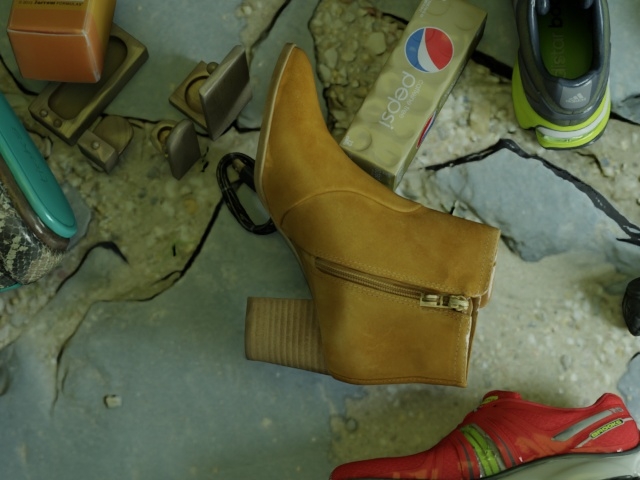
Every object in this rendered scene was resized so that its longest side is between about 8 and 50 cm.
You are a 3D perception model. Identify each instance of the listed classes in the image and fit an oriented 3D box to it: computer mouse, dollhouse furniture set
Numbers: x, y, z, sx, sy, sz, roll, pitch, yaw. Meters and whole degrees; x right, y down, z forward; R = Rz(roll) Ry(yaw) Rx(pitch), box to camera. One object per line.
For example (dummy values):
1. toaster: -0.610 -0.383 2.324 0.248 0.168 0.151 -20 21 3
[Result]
1. computer mouse: 0.000 0.000 1.568 0.242 0.041 0.071 37 79 10
2. dollhouse furniture set: -0.167 -0.140 1.563 0.151 0.123 0.144 37 78 10

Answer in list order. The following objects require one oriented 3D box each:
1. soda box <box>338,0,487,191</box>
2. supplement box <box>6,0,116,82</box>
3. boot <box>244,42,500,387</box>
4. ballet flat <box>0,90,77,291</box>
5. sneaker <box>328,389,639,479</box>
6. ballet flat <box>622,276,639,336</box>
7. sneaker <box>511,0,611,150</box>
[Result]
1. soda box: 0.084 -0.139 1.595 0.061 0.058 0.181 28 76 7
2. supplement box: -0.225 -0.260 1.594 0.080 0.078 0.233 5 60 6
3. boot: 0.050 -0.022 1.504 0.211 0.104 0.295 3 83 7
4. ballet flat: -0.379 -0.166 1.568 0.182 0.164 0.482 -24 78 10
5. sneaker: 0.140 0.189 1.502 0.279 0.107 0.118 -6 57 -4
6. ballet flat: 0.354 0.050 1.556 0.173 0.057 0.049 -7 116 0
7. sneaker: 0.219 -0.240 1.588 0.111 0.121 0.300 -8 75 -2
